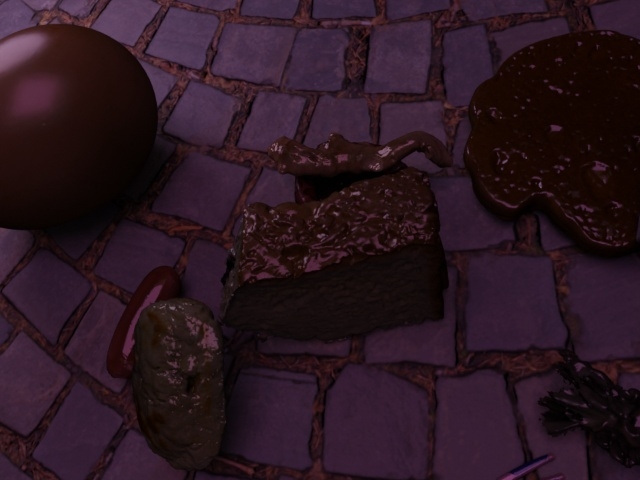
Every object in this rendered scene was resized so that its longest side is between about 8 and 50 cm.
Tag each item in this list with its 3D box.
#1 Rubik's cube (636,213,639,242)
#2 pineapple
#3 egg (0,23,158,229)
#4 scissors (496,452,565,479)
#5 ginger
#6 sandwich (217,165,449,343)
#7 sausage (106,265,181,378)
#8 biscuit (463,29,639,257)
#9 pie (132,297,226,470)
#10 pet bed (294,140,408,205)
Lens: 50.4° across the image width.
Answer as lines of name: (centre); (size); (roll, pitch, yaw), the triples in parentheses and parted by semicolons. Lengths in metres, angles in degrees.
Rubik's cube: (0.587, -0.089, 0.816); (0.387, 0.368, 0.358); (-20, 35, 10)
pineapple: (0.446, 0.247, 0.822); (0.361, 0.175, 0.175); (31, 78, 25)
egg: (-0.447, -0.181, 1.117); (0.374, 0.301, 0.301); (-32, 65, 2)
scissors: (0.268, 0.323, 0.909); (0.113, 0.012, 0.039); (-24, 65, 2)
ginger: (0.058, -0.135, 1.051); (0.288, 0.075, 0.089); (-2, 46, 11)
sandwich: (0.011, 0.039, 0.947); (0.325, 0.262, 0.131); (-13, 61, 7)
sausage: (-0.281, 0.129, 1.078); (0.077, 0.077, 0.194); (17, 74, 19)
biscuit: (0.401, -0.152, 1.042); (0.359, 0.074, 0.381); (-8, 69, 11)
pie: (-0.212, 0.203, 0.968); (0.201, 0.090, 0.248); (5, 98, 47)
pet bed: (0.050, -0.084, 1.084); (0.201, 0.053, 0.201); (-3, 54, 4)
